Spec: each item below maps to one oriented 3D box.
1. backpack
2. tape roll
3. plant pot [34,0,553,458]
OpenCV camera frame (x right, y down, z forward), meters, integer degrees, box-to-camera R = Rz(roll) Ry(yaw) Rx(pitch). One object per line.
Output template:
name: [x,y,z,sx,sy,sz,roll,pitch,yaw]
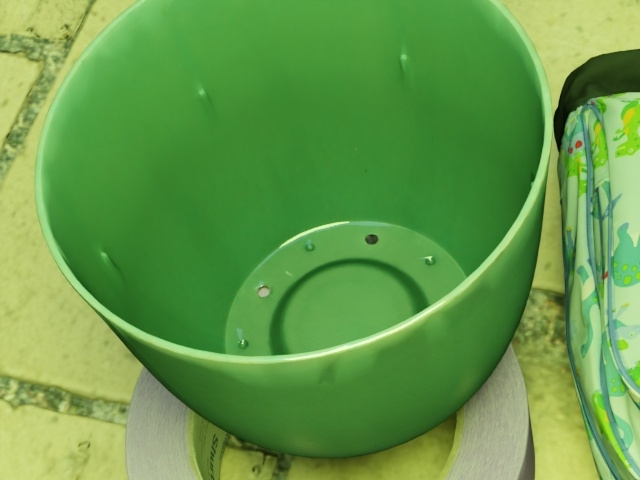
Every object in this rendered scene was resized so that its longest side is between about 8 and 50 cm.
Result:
backpack: [0.285,0.044,0.953,0.290,0.273,0.355,7,71,8]
tape roll: [0.009,0.140,1.021,0.275,0.090,0.274,-5,57,8]
plant pot: [0.000,0.000,0.918,0.293,0.235,0.293,-5,57,8]
